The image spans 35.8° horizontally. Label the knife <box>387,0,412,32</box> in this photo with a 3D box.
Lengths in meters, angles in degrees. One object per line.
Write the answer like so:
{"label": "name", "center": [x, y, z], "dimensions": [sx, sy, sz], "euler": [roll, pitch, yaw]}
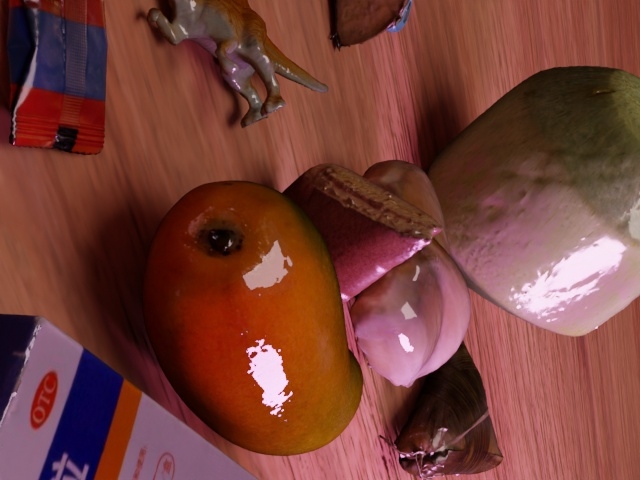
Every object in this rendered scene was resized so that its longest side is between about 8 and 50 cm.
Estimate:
{"label": "knife", "center": [0.091, -0.304, 1.072], "dimensions": [0.064, 0.031, 0.222], "euler": [60, 36, -40]}

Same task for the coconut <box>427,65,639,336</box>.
{"label": "coconut", "center": [0.272, -0.045, 1.170], "dimensions": [0.281, 0.328, 0.328], "euler": [20, 70, -32]}

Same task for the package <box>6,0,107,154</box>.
{"label": "package", "center": [-0.155, -0.152, 0.584], "dimensions": [0.083, 0.022, 0.200], "euler": [1, 90, -64]}

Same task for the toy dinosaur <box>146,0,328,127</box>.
{"label": "toy dinosaur", "center": [-0.067, -0.158, 0.750], "dimensions": [0.142, 0.057, 0.212], "euler": [67, 18, -4]}

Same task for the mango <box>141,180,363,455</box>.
{"label": "mango", "center": [-0.041, 0.070, 0.700], "dimensions": [0.289, 0.129, 0.146], "euler": [69, 24, -45]}

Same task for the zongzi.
{"label": "zongzi", "center": [0.131, 0.177, 1.125], "dimensions": [0.187, 0.084, 0.184], "euler": [16, 62, -58]}

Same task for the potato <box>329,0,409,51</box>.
{"label": "potato", "center": [0.062, -0.313, 0.940], "dimensions": [0.138, 0.098, 0.243], "euler": [-43, 130, -58]}

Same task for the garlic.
{"label": "garlic", "center": [0.085, 0.036, 0.936], "dimensions": [0.228, 0.110, 0.217], "euler": [81, 7, -59]}

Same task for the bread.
{"label": "bread", "center": [0.000, 0.000, 0.801], "dimensions": [0.067, 0.192, 0.119], "euler": [-7, 64, -51]}

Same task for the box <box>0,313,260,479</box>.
{"label": "box", "center": [-0.136, 0.191, 0.536], "dimensions": [0.299, 0.107, 0.200], "euler": [55, 41, -52]}
